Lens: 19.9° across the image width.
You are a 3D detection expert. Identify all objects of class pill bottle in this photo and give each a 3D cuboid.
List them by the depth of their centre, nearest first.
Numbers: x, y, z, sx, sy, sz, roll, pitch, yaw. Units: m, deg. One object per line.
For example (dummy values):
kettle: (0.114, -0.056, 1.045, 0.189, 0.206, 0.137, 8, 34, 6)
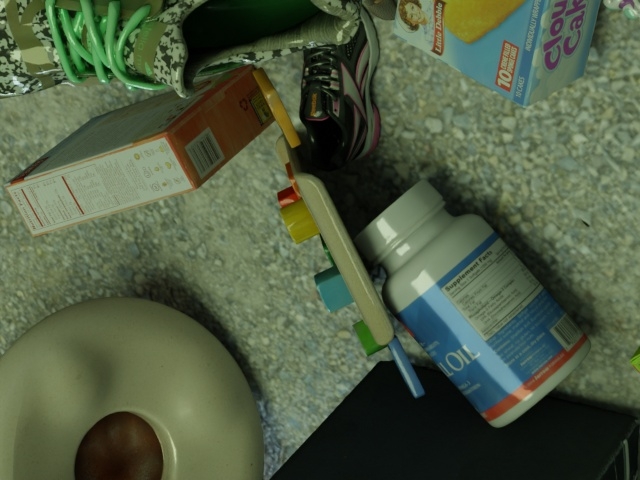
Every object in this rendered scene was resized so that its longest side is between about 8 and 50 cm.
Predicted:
pill bottle: (0.135, 0.054, 1.686, 0.221, 0.124, 0.124, 49, 133, 3)

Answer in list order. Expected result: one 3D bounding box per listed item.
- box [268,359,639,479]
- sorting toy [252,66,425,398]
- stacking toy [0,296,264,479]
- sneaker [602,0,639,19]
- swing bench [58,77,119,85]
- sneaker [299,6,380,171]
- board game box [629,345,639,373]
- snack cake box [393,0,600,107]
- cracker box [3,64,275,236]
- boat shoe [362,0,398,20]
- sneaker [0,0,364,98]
box: (0.084, 0.446, 1.711, 0.297, 0.480, 0.471, 10, 122, 28)
sorting toy: (0.000, 0.000, 1.718, 0.047, 0.196, 0.347, -27, 106, -1)
stacking toy: (-0.319, 0.236, 2.048, 0.480, 0.351, 0.350, -1, 120, 55)
sneaker: (0.253, -0.220, 1.490, 0.098, 0.038, 0.069, 17, 127, 24)
swing bench: (-0.197, -0.292, 1.593, 0.165, 0.255, 0.253, 23, 129, 19)
sneaker: (0.012, -0.143, 1.674, 0.072, 0.077, 0.178, 2, 119, 31)
board game box: (0.371, 0.091, 1.612, 0.092, 0.043, 0.181, 47, 133, -2)
snack cake box: (0.155, -0.261, 1.472, 0.152, 0.089, 0.264, 32, 132, 30)
cracker box: (-0.176, -0.086, 1.781, 0.232, 0.156, 0.067, -13, 111, 39)
boat shoe: (0.017, -0.338, 1.534, 0.116, 0.123, 0.324, 38, 154, 54)
sneaker: (-0.143, -0.179, 1.440, 0.410, 0.182, 0.158, -15, 125, 9)
